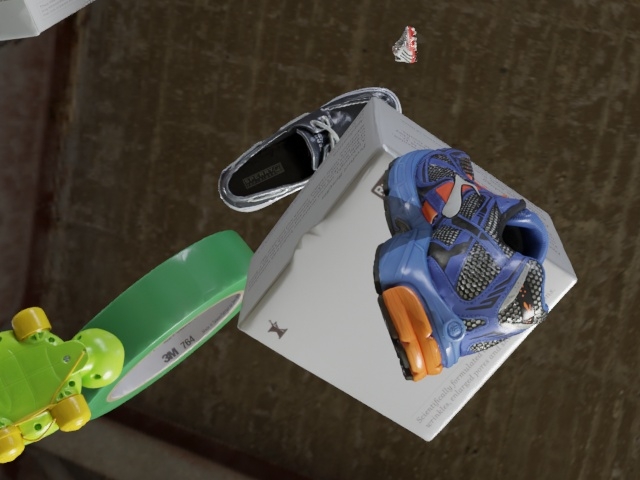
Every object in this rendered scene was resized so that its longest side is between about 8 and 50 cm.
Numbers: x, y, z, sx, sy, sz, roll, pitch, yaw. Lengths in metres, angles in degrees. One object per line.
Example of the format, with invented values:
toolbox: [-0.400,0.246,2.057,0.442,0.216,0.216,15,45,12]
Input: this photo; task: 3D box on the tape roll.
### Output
tape roll: [-0.217,0.116,1.369,0.321,0.321,0.077,-43,-99,24]

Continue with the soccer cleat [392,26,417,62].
soccer cleat: [0.119,-0.277,1.425,0.035,0.083,0.029,-1,-107,7]

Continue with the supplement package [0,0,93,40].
supplement package: [-0.242,-0.285,0.775,0.149,0.194,0.203,3,-56,35]

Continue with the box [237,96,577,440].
box: [0.062,0.022,0.767,0.182,0.119,0.181,33,-68,-13]

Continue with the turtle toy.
turtle toy: [-0.203,0.101,0.720,0.095,0.130,0.066,62,-21,12]

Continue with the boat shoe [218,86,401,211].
boat shoe: [-0.011,-0.137,1.450,0.301,0.102,0.108,-26,-89,-7]

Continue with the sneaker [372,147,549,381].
sneaker: [0.084,0.004,0.563,0.087,0.221,0.083,-12,-65,12]
